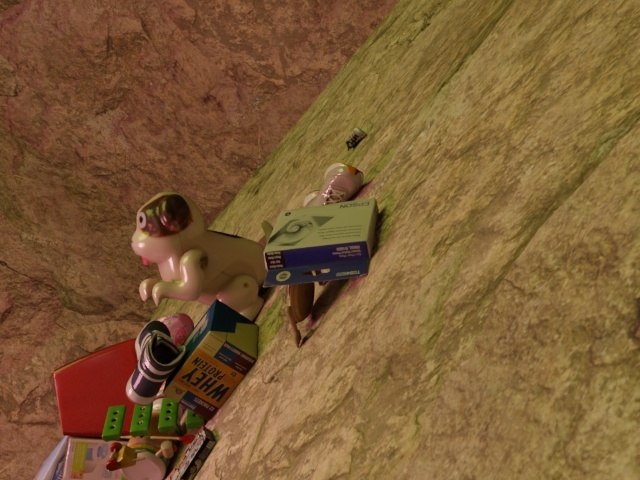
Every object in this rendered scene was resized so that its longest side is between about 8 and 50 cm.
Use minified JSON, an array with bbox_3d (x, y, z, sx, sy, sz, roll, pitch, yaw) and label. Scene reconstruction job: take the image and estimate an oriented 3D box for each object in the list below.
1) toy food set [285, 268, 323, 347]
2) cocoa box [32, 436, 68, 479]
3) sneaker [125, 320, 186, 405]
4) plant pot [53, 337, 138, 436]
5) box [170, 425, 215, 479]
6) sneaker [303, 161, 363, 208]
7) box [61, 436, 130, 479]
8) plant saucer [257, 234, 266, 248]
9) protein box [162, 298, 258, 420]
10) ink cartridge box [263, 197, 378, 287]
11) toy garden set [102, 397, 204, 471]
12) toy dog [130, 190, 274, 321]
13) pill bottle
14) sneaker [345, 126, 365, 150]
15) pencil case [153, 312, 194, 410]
[{"bbox_3d":[-0.046,0.112,1.485,0.039,0.132,0.192,3,43,19],"label":"toy food set"},{"bbox_3d":[-0.732,0.773,2.023,0.231,0.228,0.347,-48,15,29],"label":"cocoa box"},{"bbox_3d":[-0.393,0.259,1.753,0.153,0.099,0.282,-56,19,26],"label":"sneaker"},{"bbox_3d":[-0.630,0.439,2.053,0.267,0.236,0.267,145,114,-72],"label":"plant pot"},{"bbox_3d":[-0.286,0.489,1.587,0.137,0.027,0.094,-57,12,-8],"label":"box"},{"bbox_3d":[0.025,-0.092,1.795,0.262,0.099,0.121,-49,20,55],"label":"sneaker"},{"bbox_3d":[-0.599,0.603,1.967,0.103,0.203,0.114,158,119,-66],"label":"box"},{"bbox_3d":[-0.224,0.100,2.283,0.278,0.041,0.278,-50,14,18],"label":"plant saucer"},{"bbox_3d":[-0.267,0.290,1.763,0.201,0.136,0.200,-52,14,12],"label":"protein box"},{"bbox_3d":[0.000,0.000,1.464,0.223,0.045,0.224,-7,34,16],"label":"ink cartridge box"},{"bbox_3d":[-0.401,0.470,1.728,0.203,0.244,0.049,-103,6,-63],"label":"toy garden set"},{"bbox_3d":[-0.334,0.040,1.970,0.395,0.408,0.284,-50,19,-5],"label":"toy dog"},{"bbox_3d":[-0.425,0.510,1.828,0.117,0.118,0.208,-48,15,29],"label":"pill bottle"},{"bbox_3d":[0.100,-0.297,2.123,0.069,0.038,0.098,-58,4,-4],"label":"sneaker"},{"bbox_3d":[-0.428,0.349,2.054,0.124,0.124,0.284,-44,38,40],"label":"pencil case"}]
